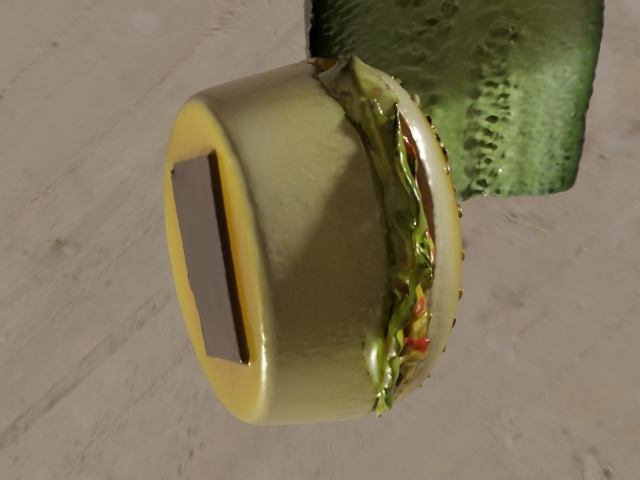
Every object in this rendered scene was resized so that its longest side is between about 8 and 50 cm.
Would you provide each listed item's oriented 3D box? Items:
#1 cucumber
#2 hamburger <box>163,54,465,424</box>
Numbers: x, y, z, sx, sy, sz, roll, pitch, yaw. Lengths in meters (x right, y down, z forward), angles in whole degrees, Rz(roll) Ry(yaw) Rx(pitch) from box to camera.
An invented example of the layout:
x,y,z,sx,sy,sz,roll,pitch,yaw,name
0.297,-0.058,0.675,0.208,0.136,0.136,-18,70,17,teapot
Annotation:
x,y,z,sx,sy,sz,roll,pitch,yaw,name
0.045,-0.103,0.592,0.115,0.244,0.063,-10,-123,-9,cucumber
0.000,0.000,0.559,0.081,0.141,0.126,-10,-104,-18,hamburger
